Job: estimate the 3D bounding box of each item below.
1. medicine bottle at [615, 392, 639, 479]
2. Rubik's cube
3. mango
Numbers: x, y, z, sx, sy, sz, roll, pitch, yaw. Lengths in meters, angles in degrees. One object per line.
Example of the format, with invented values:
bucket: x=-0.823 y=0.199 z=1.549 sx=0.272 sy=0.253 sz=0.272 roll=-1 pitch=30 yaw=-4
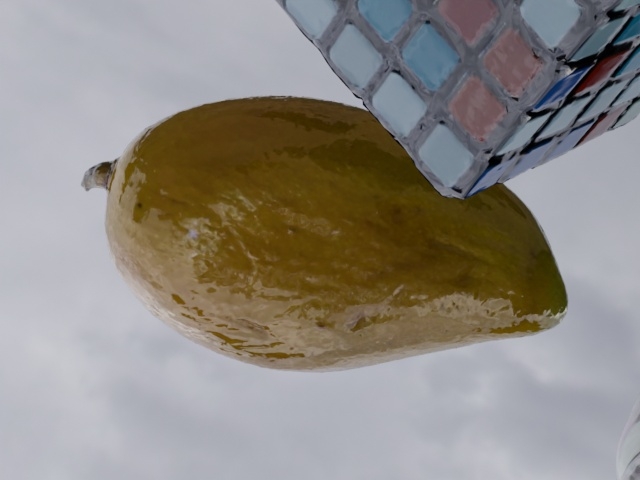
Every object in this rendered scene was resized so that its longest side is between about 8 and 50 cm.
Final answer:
medicine bottle: x=0.263 y=0.116 z=1.035 sx=0.170 sy=0.170 sz=0.293 roll=30 pitch=-129 yaw=7
Rubik's cube: x=0.106 y=-0.159 z=0.927 sx=0.187 sy=0.182 sz=0.184 roll=50 pitch=-138 yaw=13
mango: x=0.000 y=0.000 z=1.139 sx=0.317 sy=0.176 sz=0.119 roll=9 pitch=-164 yaw=8
